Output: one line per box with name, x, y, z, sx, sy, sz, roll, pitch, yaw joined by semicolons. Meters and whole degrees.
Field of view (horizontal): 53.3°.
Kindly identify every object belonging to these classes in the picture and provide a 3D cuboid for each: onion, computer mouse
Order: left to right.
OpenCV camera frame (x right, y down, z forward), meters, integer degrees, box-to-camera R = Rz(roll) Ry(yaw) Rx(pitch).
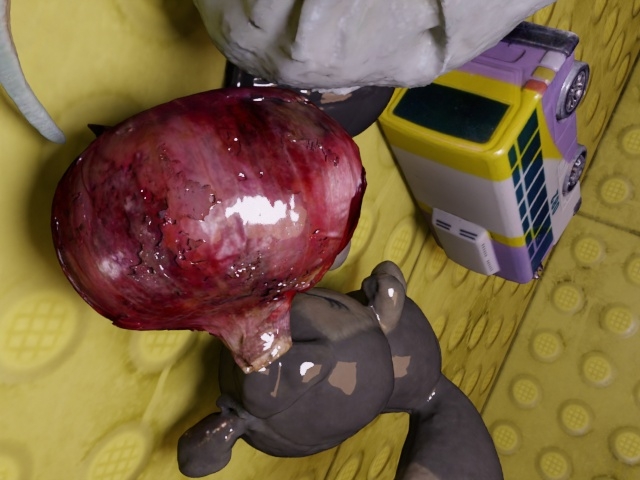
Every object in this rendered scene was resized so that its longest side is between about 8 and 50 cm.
onion;-0.081;-0.003;0.507;0.252;0.252;0.219;-23;94;-48
computer mouse;0.016;-0.176;0.695;0.269;0.086;0.138;-25;130;-46

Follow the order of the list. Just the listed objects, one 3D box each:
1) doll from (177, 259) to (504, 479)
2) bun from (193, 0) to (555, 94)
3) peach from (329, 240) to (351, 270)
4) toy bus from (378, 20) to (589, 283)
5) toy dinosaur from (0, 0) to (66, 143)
doll;0.051;0.198;0.758;0.382;0.378;0.252;-18;143;-46
bun;0.038;-0.255;0.411;0.194;0.353;0.355;-88;180;-57
peach;-0.001;0.001;0.801;0.083;0.083;0.083;-36;139;-39
toy bus;0.269;-0.115;1.000;0.249;0.209;0.440;-56;148;-12
toy dinosaur;-0.209;-0.207;0.328;0.206;0.092;0.393;-52;139;-31
